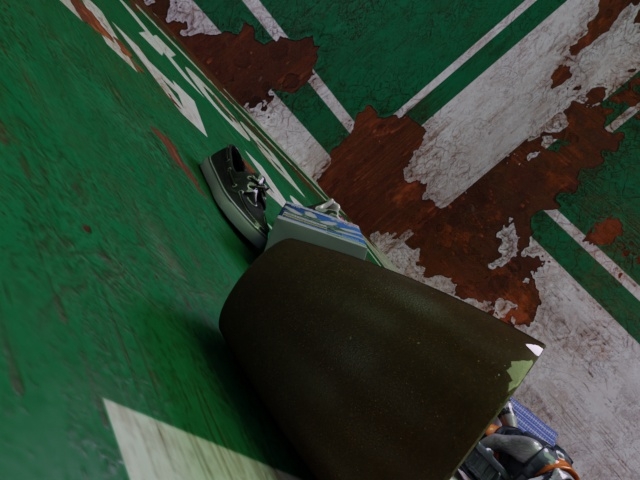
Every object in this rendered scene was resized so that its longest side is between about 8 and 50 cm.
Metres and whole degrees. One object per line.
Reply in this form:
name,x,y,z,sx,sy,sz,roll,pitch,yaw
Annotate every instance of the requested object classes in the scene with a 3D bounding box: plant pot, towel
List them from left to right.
plant pot,0.033,0.105,0.641,0.230,0.215,0.215,37,2,17
towel,0.398,0.407,1.644,0.243,0.040,0.336,39,17,18

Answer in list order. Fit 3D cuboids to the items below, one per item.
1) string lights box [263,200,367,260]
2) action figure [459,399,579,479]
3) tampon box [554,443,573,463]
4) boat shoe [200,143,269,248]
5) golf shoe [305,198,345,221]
string lights box,-0.009,0.007,1.124,0.133,0.077,0.260,19,8,-3
action figure,0.301,0.334,1.253,0.341,0.178,0.330,49,-4,-31
tampon box,0.505,0.512,1.810,0.161,0.101,0.120,36,4,7
boat shoe,-0.118,-0.078,1.155,0.080,0.076,0.228,45,7,-39
golf shoe,0.000,0.000,1.355,0.105,0.120,0.273,48,7,-27
